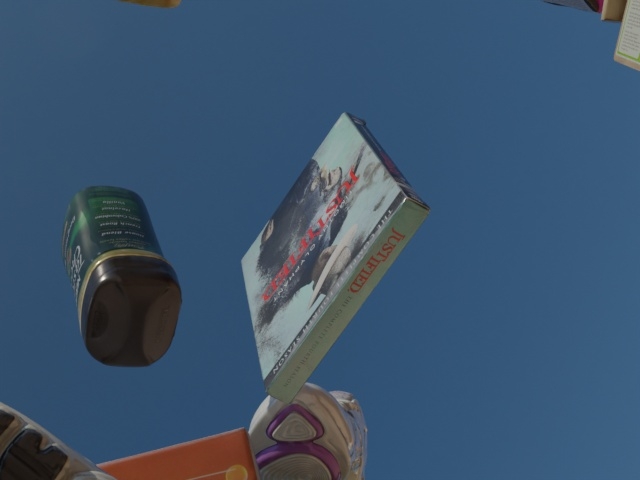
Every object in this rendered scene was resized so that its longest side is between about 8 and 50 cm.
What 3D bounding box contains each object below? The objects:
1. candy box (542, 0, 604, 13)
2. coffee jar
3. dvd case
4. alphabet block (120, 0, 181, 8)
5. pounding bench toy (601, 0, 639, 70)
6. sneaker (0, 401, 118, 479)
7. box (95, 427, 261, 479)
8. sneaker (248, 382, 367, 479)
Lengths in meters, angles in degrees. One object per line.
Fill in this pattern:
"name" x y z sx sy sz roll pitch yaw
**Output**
"candy box" 0.179 -0.308 0.718 0.233 0.071 0.159 30 -90 -43
"coffee jar" -0.178 0.029 0.808 0.079 0.184 0.096 5 -66 -25
"dvd case" 0.000 0.000 0.367 0.013 0.119 0.087 30 -75 -20
"alphabet block" -0.202 -0.346 0.800 0.193 0.192 0.197 7 -45 -11
"pounding bench toy" 0.156 -0.091 0.362 0.065 0.083 0.052 5 -71 -8
"sneaker" -0.078 0.159 0.403 0.275 0.110 0.107 40 -103 4
"box" -0.108 0.335 0.614 0.214 0.345 0.168 -13 -32 -7
"sneaker" -0.011 0.211 1.003 0.305 0.114 0.152 80 -164 -55
